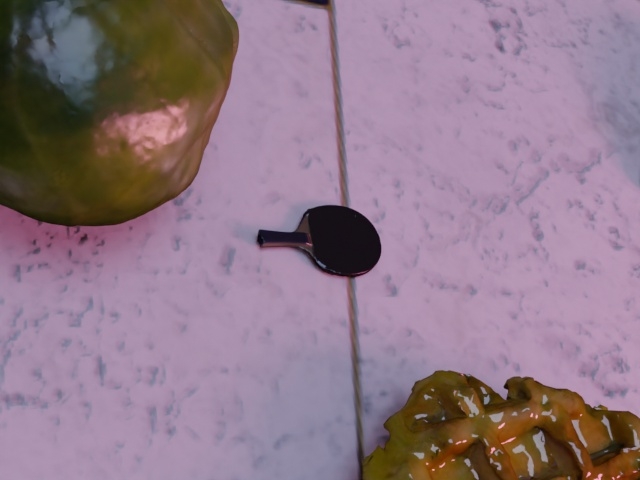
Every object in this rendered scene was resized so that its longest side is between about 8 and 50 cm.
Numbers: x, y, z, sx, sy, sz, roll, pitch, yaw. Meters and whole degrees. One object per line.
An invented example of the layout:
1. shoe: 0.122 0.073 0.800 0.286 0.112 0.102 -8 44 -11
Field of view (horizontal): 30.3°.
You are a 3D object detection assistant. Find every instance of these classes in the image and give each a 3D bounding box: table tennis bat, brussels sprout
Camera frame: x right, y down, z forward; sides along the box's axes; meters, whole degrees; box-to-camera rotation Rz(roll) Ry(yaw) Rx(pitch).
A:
1. table tennis bat: 0.000 0.000 0.736 0.083 0.007 0.050 1 62 -26
2. brussels sprout: -0.132 -0.096 0.648 0.161 0.144 0.181 22 41 5

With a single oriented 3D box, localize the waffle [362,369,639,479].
1. waffle: 0.146 0.222 0.637 0.324 0.068 0.302 29 54 -9
